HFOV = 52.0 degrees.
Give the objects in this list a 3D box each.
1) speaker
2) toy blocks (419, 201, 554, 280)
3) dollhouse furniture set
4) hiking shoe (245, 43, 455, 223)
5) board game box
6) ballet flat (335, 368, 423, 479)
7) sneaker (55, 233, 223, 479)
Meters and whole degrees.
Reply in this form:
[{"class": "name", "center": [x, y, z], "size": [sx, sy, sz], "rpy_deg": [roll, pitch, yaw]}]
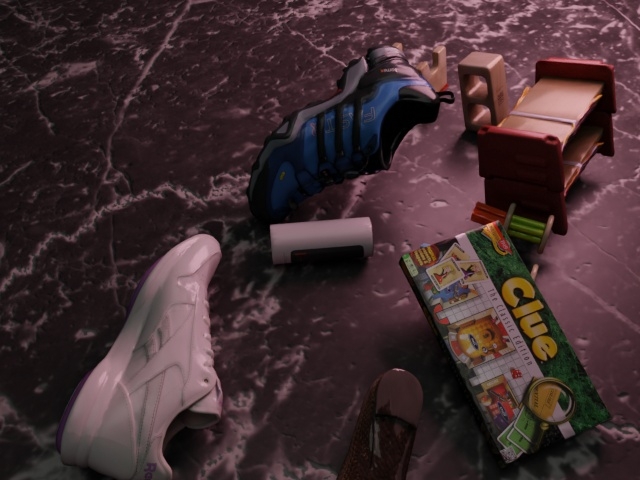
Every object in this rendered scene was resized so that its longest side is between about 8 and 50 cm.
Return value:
[{"class": "speaker", "center": [0.000, 0.000, 0.875], "size": [0.136, 0.055, 0.055], "rpy_deg": [-4, 50, -3]}, {"class": "toy blocks", "center": [0.212, 0.002, 0.851], "size": [0.148, 0.054, 0.123], "rpy_deg": [18, 77, 16]}, {"class": "dollhouse furniture set", "center": [0.220, -0.166, 0.977], "size": [0.374, 0.152, 0.201], "rpy_deg": [19, 52, 38]}, {"class": "hiking shoe", "center": [0.026, -0.126, 0.881], "size": [0.304, 0.113, 0.132], "rpy_deg": [-46, 58, 7]}, {"class": "board game box", "center": [0.205, 0.109, 0.754], "size": [0.136, 0.030, 0.260], "rpy_deg": [-19, 67, -13]}, {"class": "ballet flat", "center": [0.048, 0.249, 0.675], "size": [0.084, 0.058, 0.250], "rpy_deg": [25, 58, -6]}, {"class": "sneaker", "center": [-0.165, 0.132, 0.753], "size": [0.152, 0.114, 0.305], "rpy_deg": [21, 57, 1]}]
